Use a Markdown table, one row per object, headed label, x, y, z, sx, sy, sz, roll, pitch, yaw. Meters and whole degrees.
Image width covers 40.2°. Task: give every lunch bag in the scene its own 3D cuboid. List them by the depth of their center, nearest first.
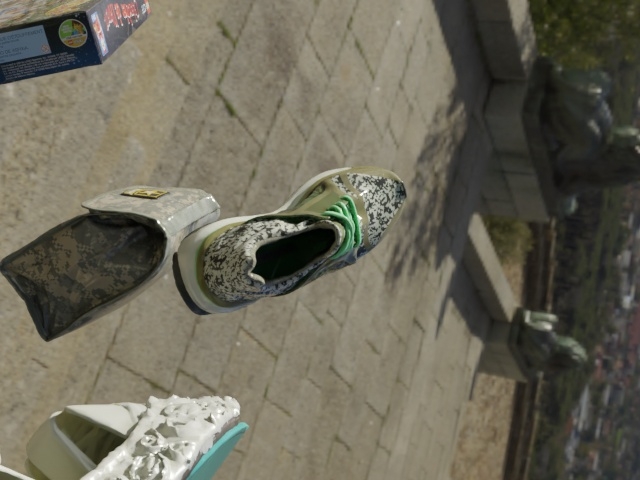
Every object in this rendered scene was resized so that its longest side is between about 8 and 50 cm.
| label | x | y | z | sx | sy | sz | roll | pitch | yaw |
| --- | --- | --- | --- | --- | --- | --- | --- | --- | --- |
| lunch bag | -0.313 | 0.008 | 1.383 | 0.168 | 0.287 | 0.235 | 60 | 17 | -4 |

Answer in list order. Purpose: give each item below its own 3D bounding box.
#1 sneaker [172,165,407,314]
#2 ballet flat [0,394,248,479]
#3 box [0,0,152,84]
| label | x | y | z | sx | sy | sz | roll | pitch | yaw |
| --- | --- | --- | --- | --- | --- | --- | --- | --- | --- |
| sneaker | 0.000 | 0.000 | 1.267 | 0.410 | 0.182 | 0.158 | -28 | 106 | -33 |
| ballet flat | -0.166 | 0.181 | 0.595 | 0.409 | 0.147 | 0.146 | -42 | 136 | -73 |
| box | -0.251 | -0.188 | 0.779 | 0.233 | 0.159 | 0.044 | -92 | 170 | -66 |
